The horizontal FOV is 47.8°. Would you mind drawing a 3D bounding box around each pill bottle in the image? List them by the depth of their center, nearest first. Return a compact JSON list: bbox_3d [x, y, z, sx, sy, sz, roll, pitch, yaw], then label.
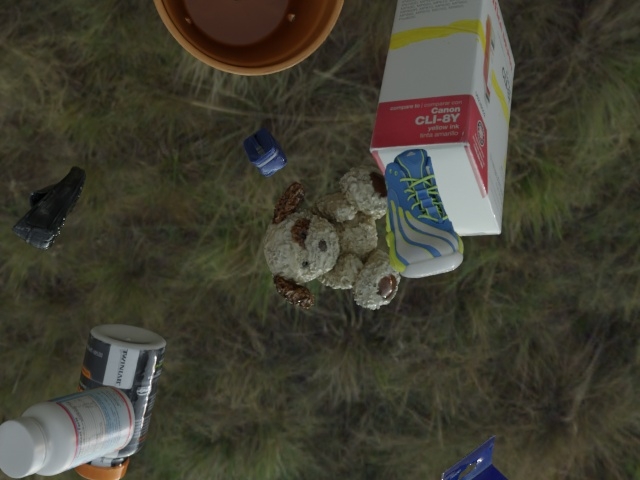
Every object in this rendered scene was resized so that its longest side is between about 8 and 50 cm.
[{"bbox_3d":[-0.310,0.234,0.884,0.087,0.087,0.160,-29,168,25],"label":"pill bottle"},{"bbox_3d":[-0.348,0.275,1.221,0.130,0.130,0.246,12,95,-11],"label":"pill bottle"}]

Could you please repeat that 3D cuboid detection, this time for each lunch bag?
[{"bbox_3d":[-0.122,-0.194,1.543,0.067,0.098,0.065,-34,137,7],"label":"lunch bag"}]

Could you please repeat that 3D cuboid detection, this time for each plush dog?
[{"bbox_3d":[0.000,0.000,1.327,0.225,0.210,0.263,-7,96,-29],"label":"plush dog"}]

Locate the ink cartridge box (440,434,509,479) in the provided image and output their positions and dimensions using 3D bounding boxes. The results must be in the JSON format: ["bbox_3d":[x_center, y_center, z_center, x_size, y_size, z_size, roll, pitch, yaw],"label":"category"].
[{"bbox_3d":[0.198,0.450,0.995,0.065,0.165,0.333,18,108,36],"label":"ink cartridge box"}]

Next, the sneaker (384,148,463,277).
[{"bbox_3d":[0.114,-0.042,0.901,0.091,0.240,0.126,-15,106,2],"label":"sneaker"}]

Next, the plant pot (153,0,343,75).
[{"bbox_3d":[-0.122,-0.407,1.137,0.290,0.203,0.291,-3,102,-12],"label":"plant pot"}]

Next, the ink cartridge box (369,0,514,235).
[{"bbox_3d":[0.225,-0.239,1.247,0.160,0.385,0.279,-2,151,25],"label":"ink cartridge box"}]

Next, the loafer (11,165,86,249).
[{"bbox_3d":[-0.500,-0.074,1.347,0.078,0.223,0.076,27,126,-15],"label":"loafer"}]
